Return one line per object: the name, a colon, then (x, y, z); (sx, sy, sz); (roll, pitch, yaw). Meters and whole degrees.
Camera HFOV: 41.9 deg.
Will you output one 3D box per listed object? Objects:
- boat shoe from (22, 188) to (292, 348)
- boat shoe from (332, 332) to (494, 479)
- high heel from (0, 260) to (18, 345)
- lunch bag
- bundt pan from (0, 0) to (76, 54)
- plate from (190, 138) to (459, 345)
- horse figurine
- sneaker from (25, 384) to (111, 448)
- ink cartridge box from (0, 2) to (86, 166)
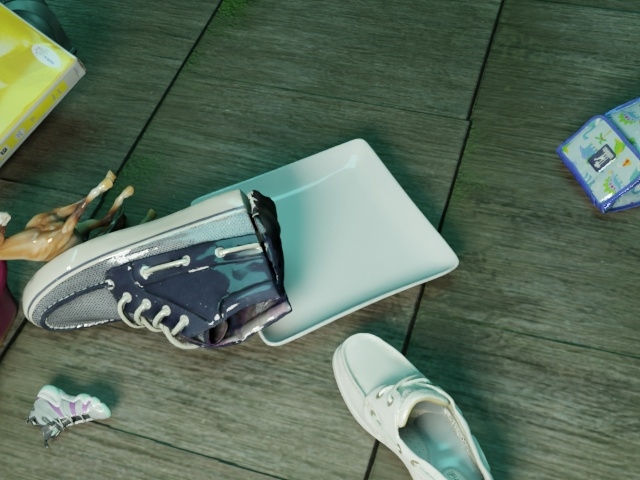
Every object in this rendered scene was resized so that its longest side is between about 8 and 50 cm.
boat shoe: (-0.196, 0.070, 1.006); (0.341, 0.127, 0.158); (-24, 60, 7)
boat shoe: (0.107, 0.191, 0.921); (0.098, 0.096, 0.277); (-28, 53, -19)
high heel: (-0.453, 0.150, 0.929); (0.127, 0.181, 0.377); (1, 49, 4)
lunch bag: (0.431, -0.117, 1.181); (0.151, 0.096, 0.128); (-25, 54, 0)
bundt pan: (-0.588, -0.329, 1.394); (0.331, 0.124, 0.330); (-2, 48, 2)
plate: (0.000, 0.000, 1.127); (0.277, 0.045, 0.278); (-22, 51, -16)
horse figurine: (-0.309, -0.012, 1.055); (0.174, 0.263, 0.066); (-38, 80, -1)
sneaker: (-0.296, 0.211, 0.968); (0.098, 0.038, 0.069); (7, 51, 21)
ink cartridge box: (-0.562, -0.228, 1.228); (0.304, 0.072, 0.307); (36, 76, 10)
